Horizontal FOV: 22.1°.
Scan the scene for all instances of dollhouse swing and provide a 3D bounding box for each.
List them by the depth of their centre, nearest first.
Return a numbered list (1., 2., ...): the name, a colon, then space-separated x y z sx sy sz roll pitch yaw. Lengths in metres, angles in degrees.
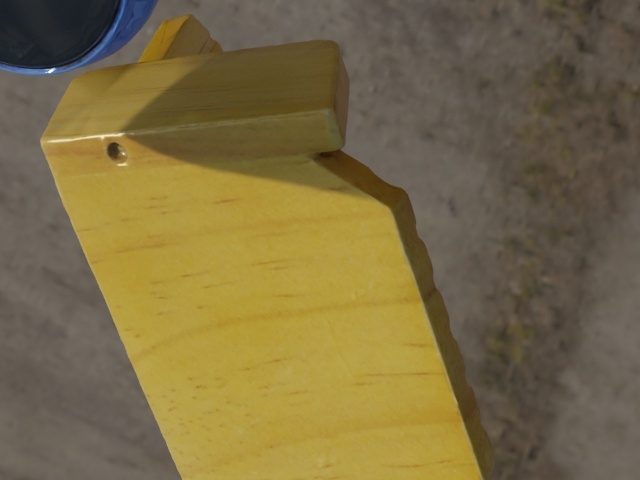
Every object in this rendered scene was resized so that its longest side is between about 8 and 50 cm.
1. dollhouse swing: 0.000 0.000 1.204 0.315 0.305 0.346 -4 119 30

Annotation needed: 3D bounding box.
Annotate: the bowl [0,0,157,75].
1. bowl: -0.387 -0.387 2.075 0.391 0.077 0.391 13 126 18
